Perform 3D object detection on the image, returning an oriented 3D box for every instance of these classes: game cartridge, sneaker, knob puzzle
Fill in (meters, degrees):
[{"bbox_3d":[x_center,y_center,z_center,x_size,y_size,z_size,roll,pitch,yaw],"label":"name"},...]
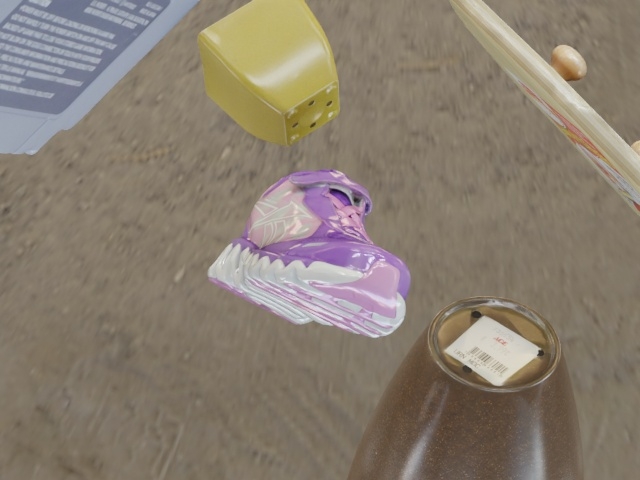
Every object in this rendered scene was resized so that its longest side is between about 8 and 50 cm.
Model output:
[{"bbox_3d":[-0.146,-0.131,0.995,0.196,0.294,0.060,-40,84,8],"label":"game cartridge"},{"bbox_3d":[0.000,0.000,1.239,0.095,0.236,0.105,30,82,-19],"label":"sneaker"},{"bbox_3d":[0.133,-0.059,0.887,0.030,0.213,0.213,-44,99,6],"label":"knob puzzle"}]

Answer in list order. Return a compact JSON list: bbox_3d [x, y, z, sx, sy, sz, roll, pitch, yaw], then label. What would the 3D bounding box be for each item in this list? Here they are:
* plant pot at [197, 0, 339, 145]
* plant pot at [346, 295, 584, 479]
[{"bbox_3d":[-0.029,-0.118,1.319,0.081,0.081,0.083,-33,65,-15],"label":"plant pot"},{"bbox_3d":[0.130,0.165,1.541,0.215,0.215,0.230,6,133,1],"label":"plant pot"}]
